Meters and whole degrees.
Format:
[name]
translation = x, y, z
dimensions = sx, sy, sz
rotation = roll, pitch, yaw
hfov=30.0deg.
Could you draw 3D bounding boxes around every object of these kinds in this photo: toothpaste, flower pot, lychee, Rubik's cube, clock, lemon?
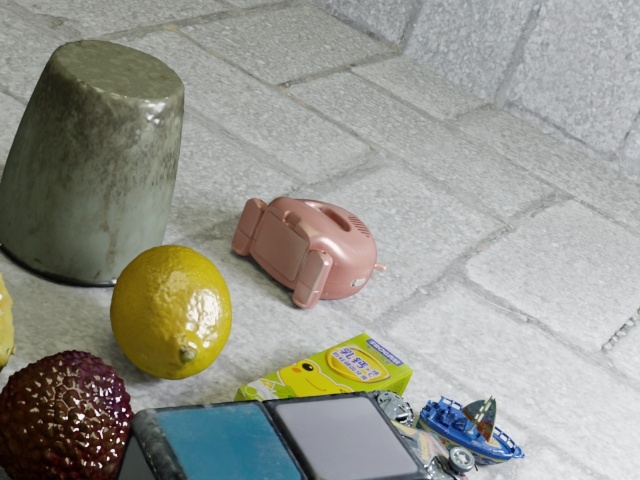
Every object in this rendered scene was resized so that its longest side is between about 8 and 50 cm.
[toothpaste]
translation = 0.002, 0.237, 1.806
dimensions = 0.110, 0.077, 0.327
rotation = 36, 31, 27
[flower pot]
translation = -0.366, -0.133, 1.944
dimensions = 0.293, 0.330, 0.294
rotation = 15, 30, -9
[lychee]
translation = -0.313, 0.235, 1.484
dimensions = 0.188, 0.188, 0.188
rotation = 16, 28, -9
[Rubik's cube]
translation = -0.046, 0.379, 1.267
dimensions = 0.318, 0.313, 0.316
rotation = 1, 33, -31
[clock]
translation = 0.000, 0.000, 2.165
dimensions = 0.227, 0.142, 0.241
rotation = 39, 29, 31
[lemon]
translation = -0.221, 0.106, 1.770
dimensions = 0.186, 0.187, 0.244
rotation = 10, 34, -20

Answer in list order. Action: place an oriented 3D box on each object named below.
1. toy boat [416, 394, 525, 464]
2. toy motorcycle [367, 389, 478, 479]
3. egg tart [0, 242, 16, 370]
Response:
[toy boat]
translation = 0.243, 0.284, 1.852
dimensions = 0.175, 0.110, 0.091
rotation = 29, 29, 11
[toy motorcycle]
translation = 0.118, 0.331, 1.677
dimensions = 0.173, 0.108, 0.307
rotation = -3, 43, -36
[egg tart]
translation = -0.469, 0.077, 1.499
dimensions = 0.132, 0.345, 0.345
rotation = -11, 33, -3
